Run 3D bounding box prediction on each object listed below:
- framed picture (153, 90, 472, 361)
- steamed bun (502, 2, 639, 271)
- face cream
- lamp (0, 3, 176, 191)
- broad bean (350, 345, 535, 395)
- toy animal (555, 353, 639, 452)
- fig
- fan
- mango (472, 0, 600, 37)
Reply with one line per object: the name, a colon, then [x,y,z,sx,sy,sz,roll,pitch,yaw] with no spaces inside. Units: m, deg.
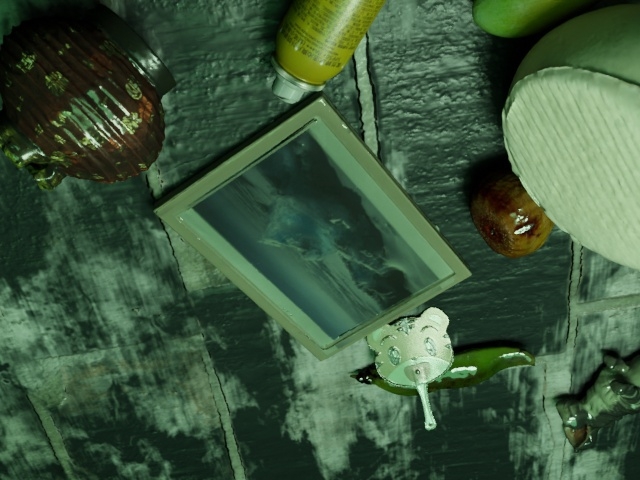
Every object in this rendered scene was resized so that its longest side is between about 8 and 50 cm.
framed picture: [0.000,0.000,1.431,0.326,0.028,0.446,-32,125,19]
steamed bun: [0.434,-0.147,1.161,0.241,0.374,0.374,-45,129,-17]
face cream: [0.035,-0.322,1.122,0.105,0.105,0.348,21,124,-21]
lamp: [-0.309,-0.175,1.126,0.247,0.247,0.246,-3,129,-4]
broad bean: [0.225,0.244,1.632,0.339,0.061,0.077,-10,118,2]
toy animal: [0.578,0.287,1.682,0.168,0.106,0.343,29,127,-35]
fig: [0.336,-0.068,1.368,0.201,0.133,0.146,-31,157,-5]
fan: [0.177,0.238,1.593,0.153,0.008,0.226,-15,102,4]
mango: [0.305,-0.352,1.120,0.156,0.114,0.251,19,125,-34]
